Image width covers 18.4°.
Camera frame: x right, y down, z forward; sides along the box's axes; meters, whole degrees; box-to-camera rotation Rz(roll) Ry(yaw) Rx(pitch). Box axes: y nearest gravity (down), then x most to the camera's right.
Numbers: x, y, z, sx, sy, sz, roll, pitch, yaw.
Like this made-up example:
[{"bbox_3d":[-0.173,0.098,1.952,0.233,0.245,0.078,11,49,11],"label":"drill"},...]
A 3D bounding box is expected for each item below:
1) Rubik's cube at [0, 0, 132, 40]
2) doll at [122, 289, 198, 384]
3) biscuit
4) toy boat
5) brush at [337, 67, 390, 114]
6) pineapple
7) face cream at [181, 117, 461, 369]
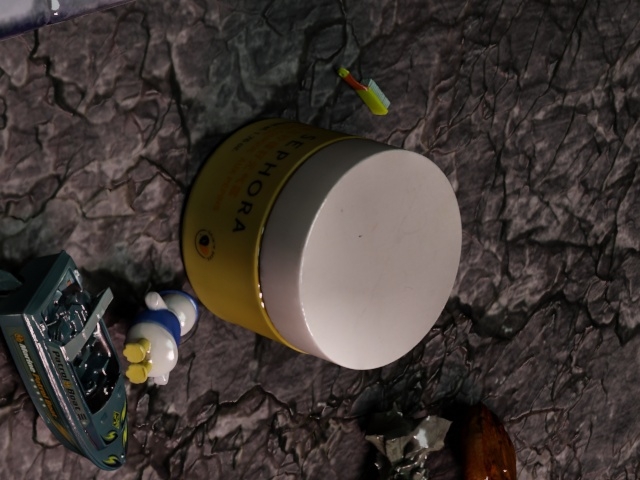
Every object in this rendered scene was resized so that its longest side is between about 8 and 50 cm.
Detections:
[{"bbox_3d":[-0.343,-0.267,1.397,0.304,0.301,0.305,-24,102,-37],"label":"Rubik's cube"},{"bbox_3d":[-0.150,0.085,1.884,0.143,0.058,0.098,-59,149,-59],"label":"doll"},{"bbox_3d":[0.197,0.276,2.248,0.192,0.049,0.192,-9,90,-80],"label":"biscuit"},{"bbox_3d":[-0.222,0.122,1.824,0.093,0.103,0.246,-63,145,-44],"label":"toy boat"},{"bbox_3d":[0.044,-0.160,2.044,0.083,0.019,0.021,42,64,-43],"label":"brush"},{"bbox_3d":[0.103,0.289,2.189,0.119,0.111,0.237,-67,147,-62],"label":"pineapple"},{"bbox_3d":[0.000,0.000,1.937,0.218,0.179,0.218,-15,113,-40],"label":"face cream"}]
